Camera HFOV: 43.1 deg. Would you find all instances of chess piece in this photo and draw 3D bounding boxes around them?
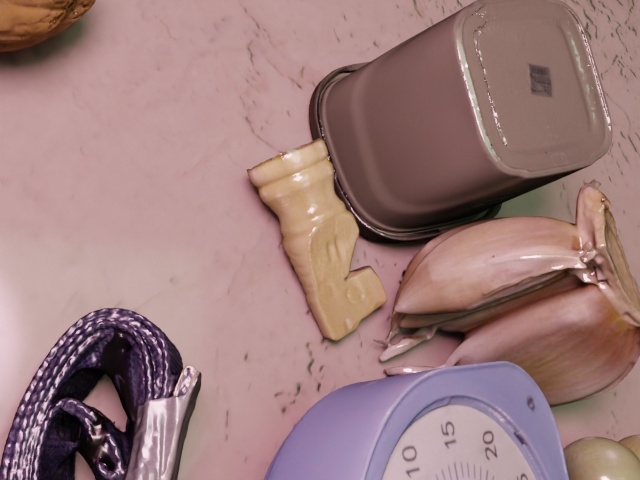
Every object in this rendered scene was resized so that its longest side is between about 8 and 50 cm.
[{"bbox_3d":[0.000,0.000,0.850,0.090,0.090,0.200,-27,98,-29],"label":"chess piece"},{"bbox_3d":[0.380,0.276,0.914,0.251,0.144,0.144,5,73,-17],"label":"chess piece"}]

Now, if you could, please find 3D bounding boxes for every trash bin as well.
[{"bbox_3d":[0.145,-0.126,0.850,0.220,0.250,0.219,-14,86,-28],"label":"trash bin"}]

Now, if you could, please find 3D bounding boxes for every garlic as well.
[{"bbox_3d":[0.207,0.073,0.842,0.237,0.292,0.210,2,63,-50],"label":"garlic"}]

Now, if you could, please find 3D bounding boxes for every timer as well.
[{"bbox_3d":[0.100,0.295,0.686,0.395,0.173,0.395,20,62,-43],"label":"timer"}]

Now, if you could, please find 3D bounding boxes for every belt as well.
[{"bbox_3d":[-0.178,0.180,0.683,0.140,0.126,0.230,9,70,3],"label":"belt"}]

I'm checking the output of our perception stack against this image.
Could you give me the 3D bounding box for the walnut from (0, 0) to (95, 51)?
[{"bbox_3d":[-0.315,-0.268,0.713,0.245,0.198,0.198,23,67,-17],"label":"walnut"}]
